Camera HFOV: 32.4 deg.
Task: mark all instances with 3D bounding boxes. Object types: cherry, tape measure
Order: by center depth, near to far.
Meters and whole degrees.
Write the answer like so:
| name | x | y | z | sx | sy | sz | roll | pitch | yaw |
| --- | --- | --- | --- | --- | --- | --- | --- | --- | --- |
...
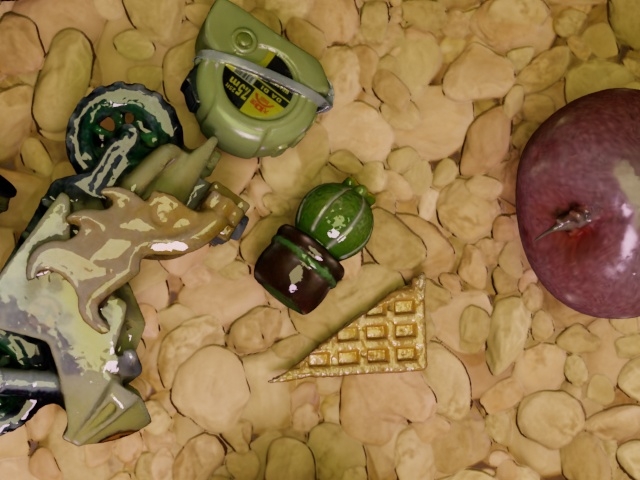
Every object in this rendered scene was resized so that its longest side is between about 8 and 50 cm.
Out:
| name | x | y | z | sx | sy | sz | roll | pitch | yaw |
| --- | --- | --- | --- | --- | --- | --- | --- | --- | --- |
| tape measure | -0.076 | -0.169 | 1.247 | 0.177 | 0.087 | 0.154 | 30 | 68 | -7 |
| cherry | 0.355 | -0.047 | 1.271 | 0.307 | 0.221 | 0.261 | -14 | 100 | -25 |

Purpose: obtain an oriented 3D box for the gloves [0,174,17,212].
| name | x | y | z | sx | sy | sz | roll | pitch | yaw |
| --- | --- | --- | --- | --- | --- | --- | --- | --- | --- |
| gloves | -0.424 | 0.033 | 1.158 | 0.268 | 0.135 | 0.107 | -44 | 123 | -2 |

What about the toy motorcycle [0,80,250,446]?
| name | x | y | z | sx | sy | sz | roll | pitch | yaw |
| --- | --- | --- | --- | --- | --- | --- | --- | --- | --- |
| toy motorcycle | -0.232 | 0.042 | 1.170 | 0.237 | 0.169 | 0.410 | 29 | 83 | -11 |

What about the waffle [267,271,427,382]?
| name | x | y | z | sx | sy | sz | roll | pitch | yaw |
| --- | --- | --- | --- | --- | --- | --- | --- | --- | --- |
| waffle | 0.031 | 0.100 | 1.289 | 0.191 | 0.032 | 0.125 | 0 | 90 | -13 |

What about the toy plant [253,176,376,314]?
| name | x | y | z | sx | sy | sz | roll | pitch | yaw |
| --- | --- | --- | --- | --- | --- | --- | --- | --- | --- |
| toy plant | 0.000 | 0.000 | 1.259 | 0.093 | 0.093 | 0.162 | 38 | 79 | -8 |

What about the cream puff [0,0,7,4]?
| name | x | y | z | sx | sy | sz | roll | pitch | yaw |
| --- | --- | --- | --- | --- | --- | --- | --- | --- | --- |
| cream puff | -0.356 | -0.372 | 1.159 | 0.239 | 0.165 | 0.239 | 0 | 88 | -14 |
